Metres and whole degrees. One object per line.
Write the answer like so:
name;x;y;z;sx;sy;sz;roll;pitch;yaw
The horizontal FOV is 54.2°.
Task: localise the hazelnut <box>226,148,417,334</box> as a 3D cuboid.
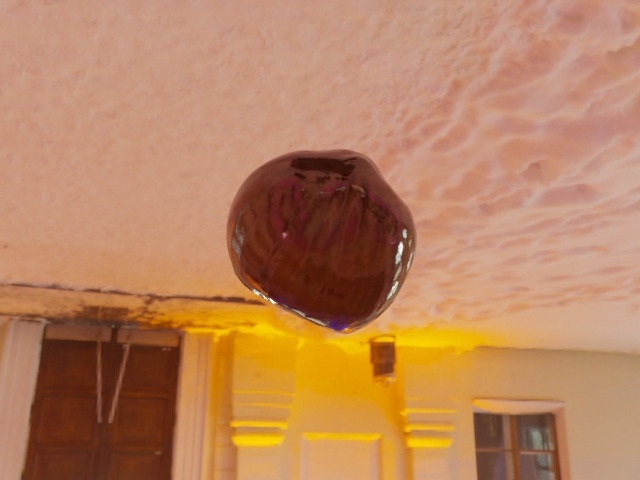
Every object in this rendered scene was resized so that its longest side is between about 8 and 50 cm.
hazelnut;0.004;-0.006;0.705;0.209;0.210;0.186;0;178;2
